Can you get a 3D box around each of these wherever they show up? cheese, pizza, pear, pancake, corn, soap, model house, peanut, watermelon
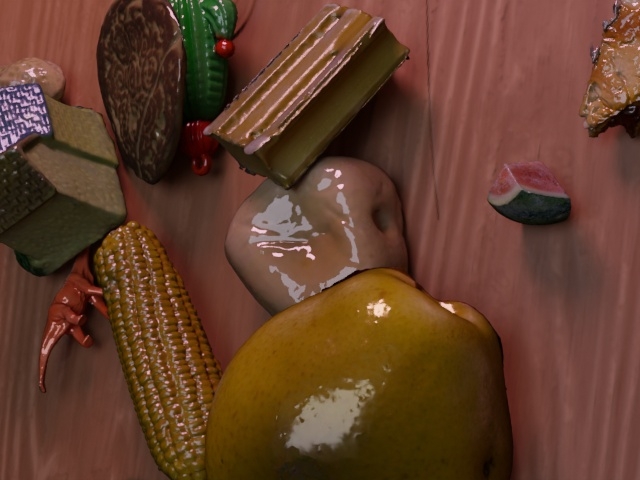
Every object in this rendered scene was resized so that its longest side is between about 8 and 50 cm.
[{"bbox_3d":[0.000,0.000,1.684,0.235,0.117,0.218,27,91,25],"label":"cheese"},{"bbox_3d":[0.359,-0.190,1.564,0.154,0.069,0.194,45,108,26],"label":"pizza"},{"bbox_3d":[0.029,0.232,1.530,0.340,0.191,0.387,25,108,12],"label":"pear"},{"bbox_3d":[-0.229,-0.201,1.817,0.250,0.031,0.250,21,115,57],"label":"pancake"},{"bbox_3d":[-0.187,0.145,1.752,0.120,0.120,0.363,-29,69,20],"label":"corn"},{"bbox_3d":[-0.015,-0.173,1.690,0.233,0.076,0.135,-46,34,-12],"label":"soap"},{"bbox_3d":[-0.391,-0.094,1.847,0.195,0.189,0.214,-29,58,21],"label":"model house"},{"bbox_3d":[-0.444,-0.202,1.965,0.214,0.090,0.099,-3,37,24],"label":"peanut"},{"bbox_3d":[0.239,-0.054,1.587,0.092,0.084,0.072,-6,86,46],"label":"watermelon"}]

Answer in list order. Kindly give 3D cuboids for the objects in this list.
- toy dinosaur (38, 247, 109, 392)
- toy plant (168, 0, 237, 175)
[{"bbox_3d":[-0.310,0.067,1.864,0.101,0.055,0.280,24,78,29],"label":"toy dinosaur"},{"bbox_3d":[-0.174,-0.214,1.834,0.154,0.088,0.240,19,102,40],"label":"toy plant"}]
